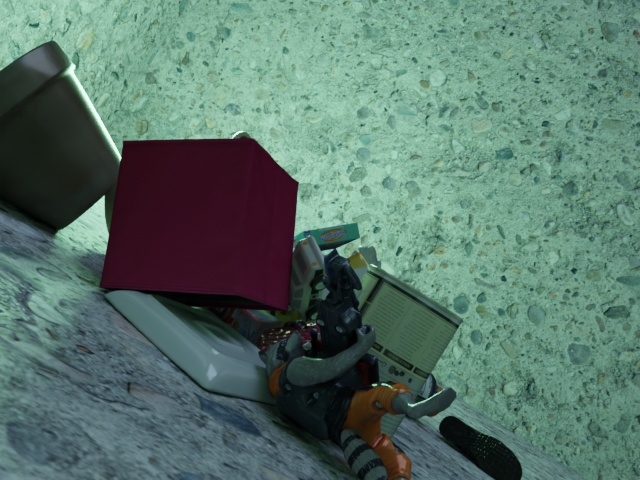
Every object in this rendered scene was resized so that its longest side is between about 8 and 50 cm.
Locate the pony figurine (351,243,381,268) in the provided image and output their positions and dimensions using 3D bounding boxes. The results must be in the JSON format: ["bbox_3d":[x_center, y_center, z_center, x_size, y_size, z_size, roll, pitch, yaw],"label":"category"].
[{"bbox_3d":[0.053,0.196,1.969,0.302,0.351,0.363,-10,3,3],"label":"pony figurine"}]

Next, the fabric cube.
[{"bbox_3d":[-0.202,-0.018,1.148,0.253,0.259,0.259,1,-12,17],"label":"fabric cube"}]

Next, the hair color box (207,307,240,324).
[{"bbox_3d":[-0.234,0.131,1.475,0.141,0.072,0.043,29,-1,35],"label":"hair color box"}]

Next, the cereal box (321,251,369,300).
[{"bbox_3d":[0.078,0.159,1.450,0.240,0.172,0.047,55,-16,29],"label":"cereal box"}]

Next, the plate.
[{"bbox_3d":[-0.175,0.170,1.039,0.278,0.045,0.277,31,-1,35],"label":"plate"}]

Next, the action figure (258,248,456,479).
[{"bbox_3d":[0.027,0.201,0.881,0.330,0.178,0.342,20,-49,47],"label":"action figure"}]

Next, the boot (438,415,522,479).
[{"bbox_3d":[0.431,0.548,1.664,0.246,0.083,0.161,32,-7,37],"label":"boot"}]

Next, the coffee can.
[{"bbox_3d":[0.105,0.211,1.168,0.201,0.276,0.201,32,-1,1],"label":"coffee can"}]

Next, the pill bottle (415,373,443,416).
[{"bbox_3d":[0.222,0.387,1.714,0.245,0.131,0.130,33,-2,-21],"label":"pill bottle"}]

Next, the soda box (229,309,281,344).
[{"bbox_3d":[-0.143,0.190,1.414,0.058,0.063,0.183,32,-1,13],"label":"soda box"}]

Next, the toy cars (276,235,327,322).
[{"bbox_3d":[-0.076,0.090,1.353,0.087,0.177,0.393,-12,1,-18],"label":"toy cars"}]

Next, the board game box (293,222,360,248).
[{"bbox_3d":[0.000,0.000,1.794,0.160,0.047,0.210,-9,-6,-18],"label":"board game box"}]

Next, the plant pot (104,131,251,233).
[{"bbox_3d":[-0.312,-0.077,1.481,0.305,0.334,0.334,-1,-7,8],"label":"plant pot"}]

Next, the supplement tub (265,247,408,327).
[{"bbox_3d":[0.041,0.167,1.629,0.331,0.241,0.241,14,-8,21],"label":"supplement tub"}]

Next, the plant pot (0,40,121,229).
[{"bbox_3d":[-0.554,-0.185,1.276,0.280,0.323,0.323,49,-8,-21],"label":"plant pot"}]

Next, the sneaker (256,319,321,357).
[{"bbox_3d":[-0.039,0.226,1.277,0.120,0.112,0.299,-4,-3,14],"label":"sneaker"}]
